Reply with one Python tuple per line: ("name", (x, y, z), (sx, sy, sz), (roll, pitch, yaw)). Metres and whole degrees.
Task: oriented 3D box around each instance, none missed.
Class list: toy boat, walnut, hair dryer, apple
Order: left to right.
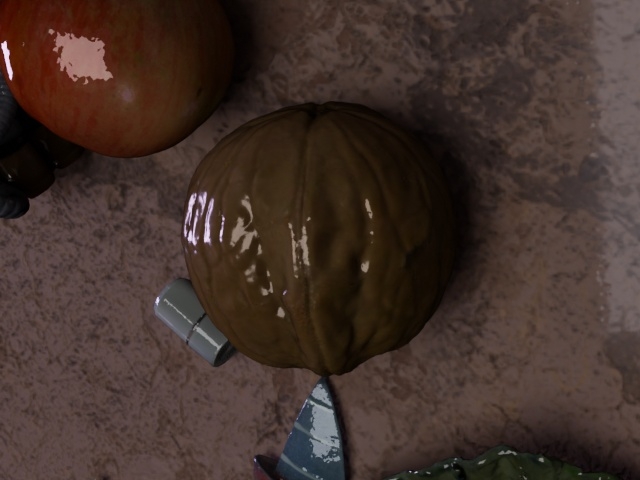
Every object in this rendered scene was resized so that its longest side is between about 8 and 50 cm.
("apple", (-0.175, -0.163, 1.177), (0.209, 0.209, 0.164), (23, 105, 24))
("hair dryer", (-0.090, 0.041, 1.265), (0.082, 0.047, 0.137), (41, 113, 17))
("toy boat", (-0.005, 0.188, 1.255), (0.096, 0.034, 0.122), (30, 113, 15))
("walnut", (0.000, 0.000, 1.109), (0.228, 0.228, 0.228), (7, 105, 29))

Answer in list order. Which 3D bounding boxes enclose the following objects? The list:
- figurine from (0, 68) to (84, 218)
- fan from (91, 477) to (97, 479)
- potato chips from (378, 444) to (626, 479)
("figurine", (-0.372, -0.209, 1.258), (0.186, 0.261, 0.382), (-20, 114, 23))
("fan", (-0.222, 0.399, 1.443), (0.191, 0.009, 0.329), (5, 107, 31))
("potato chips", (0.192, 0.345, 1.141), (0.373, 0.097, 0.389), (-16, 95, 31))
